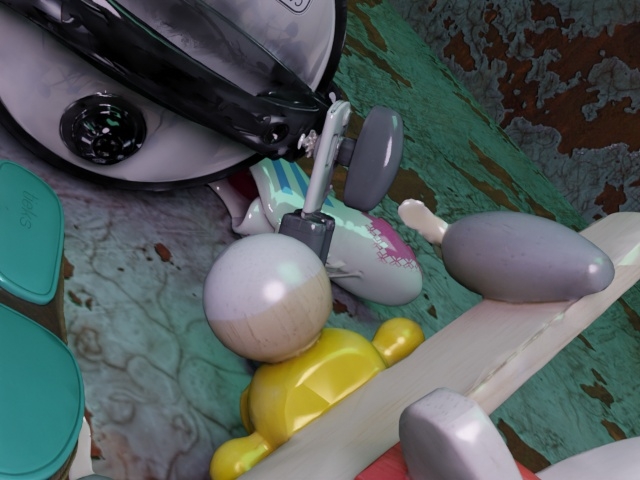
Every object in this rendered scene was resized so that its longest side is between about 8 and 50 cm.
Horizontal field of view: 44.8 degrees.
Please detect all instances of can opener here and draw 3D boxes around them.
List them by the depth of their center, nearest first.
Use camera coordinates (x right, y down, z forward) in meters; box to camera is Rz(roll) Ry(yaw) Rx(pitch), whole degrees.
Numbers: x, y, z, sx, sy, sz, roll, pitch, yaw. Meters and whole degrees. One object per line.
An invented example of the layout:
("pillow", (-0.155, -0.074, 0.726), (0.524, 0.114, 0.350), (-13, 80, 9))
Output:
("can opener", (0.000, 0.000, 0.752), (0.093, 0.280, 0.074), (21, 13, 13))

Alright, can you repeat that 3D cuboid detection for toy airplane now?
("toy airplane", (0.017, 0.112, 0.483), (0.272, 0.384, 0.386), (57, 29, 4))

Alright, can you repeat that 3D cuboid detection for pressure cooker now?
("pressure cooker", (-0.167, -0.254, 0.779), (0.370, 0.375, 0.420), (-10, 42, -11))

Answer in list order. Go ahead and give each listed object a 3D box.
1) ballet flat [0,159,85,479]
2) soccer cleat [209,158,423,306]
("ballet flat", (-0.226, 0.067, 0.491), (0.116, 0.124, 0.342), (38, 13, -35))
("soccer cleat", (-0.026, -0.011, 0.945), (0.331, 0.116, 0.143), (40, 42, -1))
